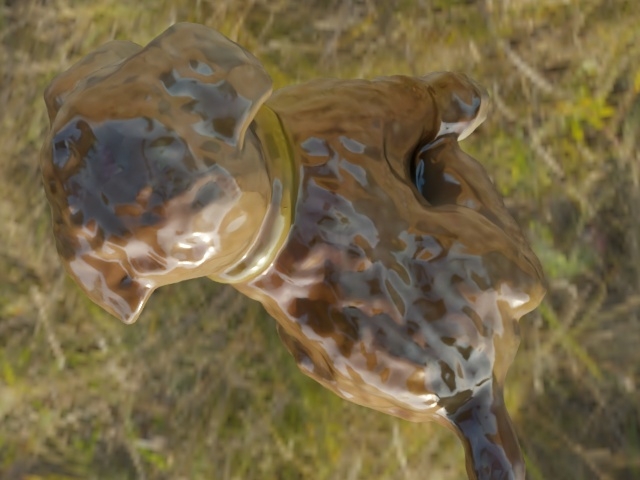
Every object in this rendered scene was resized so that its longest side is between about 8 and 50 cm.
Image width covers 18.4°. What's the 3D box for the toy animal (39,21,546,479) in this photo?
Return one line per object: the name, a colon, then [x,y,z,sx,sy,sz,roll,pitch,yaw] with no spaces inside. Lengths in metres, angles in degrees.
toy animal: [-0.006,0.013,0.670,0.104,0.184,0.185,-30,155,27]
